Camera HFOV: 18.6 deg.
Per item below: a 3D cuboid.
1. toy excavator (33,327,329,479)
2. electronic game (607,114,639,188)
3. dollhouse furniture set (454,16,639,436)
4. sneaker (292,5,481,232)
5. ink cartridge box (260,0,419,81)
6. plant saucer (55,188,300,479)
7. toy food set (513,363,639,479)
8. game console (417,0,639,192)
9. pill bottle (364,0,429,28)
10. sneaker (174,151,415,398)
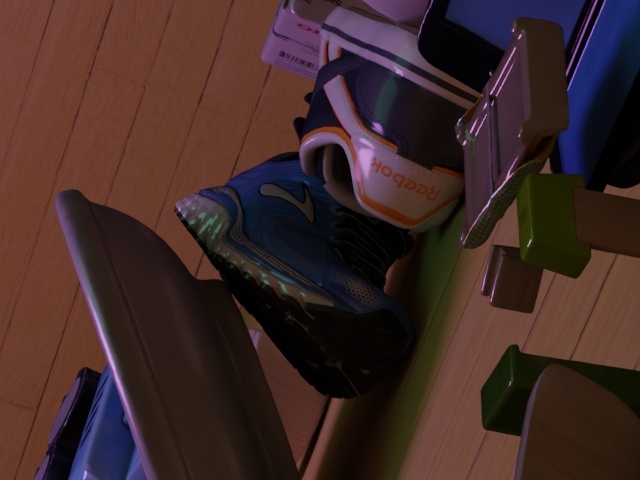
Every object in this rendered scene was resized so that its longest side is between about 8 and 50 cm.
[{"bbox_3d":[-0.121,0.179,1.927,0.445,0.222,0.433,-58,11,30],"label":"toy excavator"},{"bbox_3d":[0.149,-0.129,0.750,0.229,0.048,0.229,-161,90,-86],"label":"electronic game"},{"bbox_3d":[0.088,-0.002,0.695,0.076,0.058,0.152,115,161,-51],"label":"dollhouse furniture set"},{"bbox_3d":[0.044,-0.087,1.377,0.321,0.126,0.127,-110,45,-81],"label":"sneaker"},{"bbox_3d":[0.037,-0.195,1.766,0.208,0.153,0.087,142,148,-80],"label":"ink cartridge box"},{"bbox_3d":[-0.083,0.142,1.397,0.400,0.100,0.400,161,90,-84],"label":"plant saucer"},{"bbox_3d":[0.016,0.212,0.637,0.306,0.092,0.220,113,175,-46],"label":"toy food set"},{"bbox_3d":[0.081,-0.078,0.732,0.071,0.107,0.122,-45,-19,-43],"label":"game console"},{"bbox_3d":[0.103,-0.264,1.224,0.265,0.153,0.153,114,173,-48],"label":"pill bottle"},{"bbox_3d":[0.000,0.000,1.419,0.147,0.130,0.330,-37,26,-3],"label":"sneaker"}]
